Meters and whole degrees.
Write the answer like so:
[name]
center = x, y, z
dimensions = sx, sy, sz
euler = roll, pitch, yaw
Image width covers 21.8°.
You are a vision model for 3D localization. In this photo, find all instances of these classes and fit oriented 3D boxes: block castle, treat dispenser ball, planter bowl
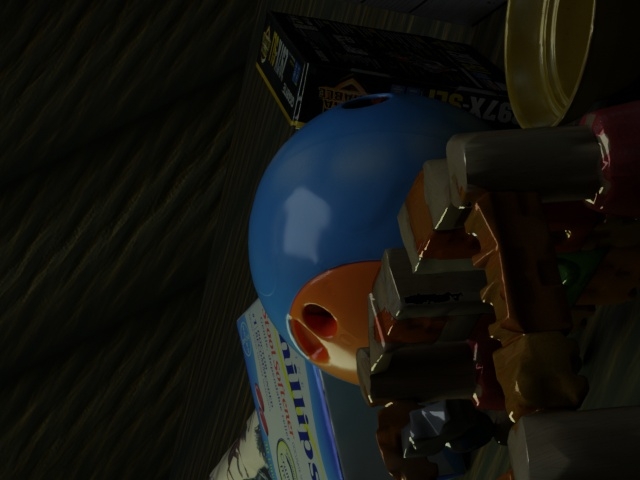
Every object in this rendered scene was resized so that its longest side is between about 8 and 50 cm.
[block castle]
center = 0.181, 0.119, 1.279
dimensions = 0.453, 0.213, 0.303
euler = 108, 155, -61
[treat dispenser ball]
center = 0.073, 0.001, 1.608
dimensions = 0.288, 0.288, 0.288
euler = -171, 90, -78
[planter bowl]
center = 0.242, -0.197, 1.478
dimensions = 0.217, 0.090, 0.217
euler = -177, 90, -77

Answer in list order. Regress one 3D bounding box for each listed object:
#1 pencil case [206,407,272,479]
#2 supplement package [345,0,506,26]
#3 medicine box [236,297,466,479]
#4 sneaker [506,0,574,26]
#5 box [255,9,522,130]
[pencil case]
center = -0.032, 0.283, 2.206
dimensions = 0.183, 0.160, 0.410
euler = -38, -12, -34
[supplement package]
center = 0.074, -0.376, 1.927
dimensions = 0.175, 0.293, 0.177
euler = 159, 121, -76
[medicine box]
center = 0.027, 0.171, 1.895
dimensions = 0.289, 0.149, 0.263
euler = 132, 127, -69
[sneaker]
center = 0.255, -0.302, 1.584
dimensions = 0.092, 0.088, 0.225
euler = 28, 110, 56
[box]
center = 0.075, -0.177, 1.860
dimensions = 0.322, 0.257, 0.079
euler = -118, 40, -70
